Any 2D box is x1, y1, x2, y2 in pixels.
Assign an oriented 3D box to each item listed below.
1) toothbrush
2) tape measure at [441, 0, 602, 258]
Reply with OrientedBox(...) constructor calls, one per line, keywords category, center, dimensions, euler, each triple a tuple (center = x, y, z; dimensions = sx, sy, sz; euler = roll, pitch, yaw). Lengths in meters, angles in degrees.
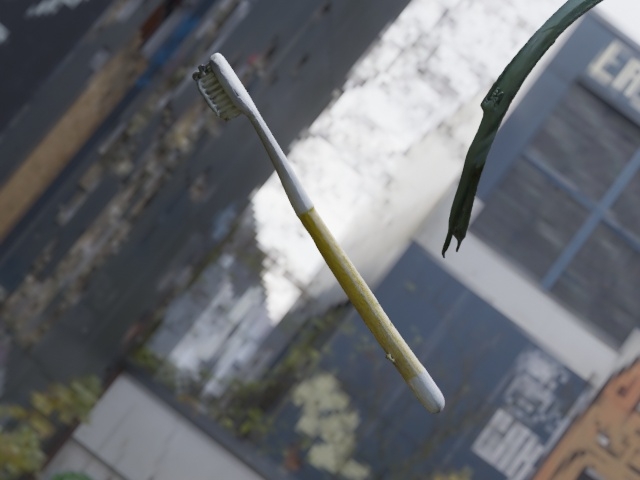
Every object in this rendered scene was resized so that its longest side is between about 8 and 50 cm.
OrientedBox(category="toothbrush", center=(0.000, 0.000, 1.172), dimensions=(0.288, 0.024, 0.021), euler=(57, 17, -7))
OrientedBox(category="tape measure", center=(0.198, -0.100, 0.891), dimensions=(0.164, 0.330, 0.084), euler=(37, -7, -23))
